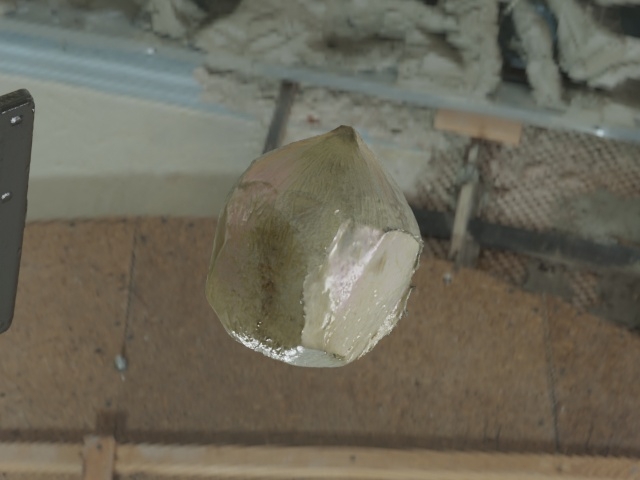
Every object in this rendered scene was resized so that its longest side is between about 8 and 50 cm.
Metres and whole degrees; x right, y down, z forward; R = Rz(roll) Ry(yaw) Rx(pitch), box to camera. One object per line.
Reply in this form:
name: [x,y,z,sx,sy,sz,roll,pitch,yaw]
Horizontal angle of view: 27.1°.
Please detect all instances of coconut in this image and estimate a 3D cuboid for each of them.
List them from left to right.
coconut: [0.000,0.000,0.695,0.110,0.124,0.110,13,-161,-5]

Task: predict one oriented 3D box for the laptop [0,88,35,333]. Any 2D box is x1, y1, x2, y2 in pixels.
laptop: [-0.258,0.005,0.916,0.026,0.207,0.154,31,-145,23]
